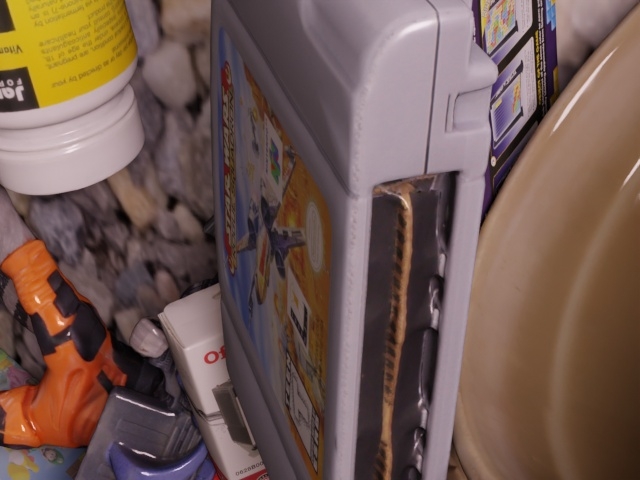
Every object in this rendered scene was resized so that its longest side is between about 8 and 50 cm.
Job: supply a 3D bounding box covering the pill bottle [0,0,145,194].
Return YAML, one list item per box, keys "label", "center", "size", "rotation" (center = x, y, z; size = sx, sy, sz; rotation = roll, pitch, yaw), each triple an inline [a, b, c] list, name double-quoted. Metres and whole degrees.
- label: "pill bottle"
  center: [-0.176, -0.140, 0.728]
  size: [0.119, 0.119, 0.208]
  rotation: [8, 127, 29]

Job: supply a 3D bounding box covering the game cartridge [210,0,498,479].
- label: "game cartridge"
  center: [0.000, 0.000, 0.517]
  size: [0.198, 0.062, 0.297]
  rotation: [-125, 29, -49]

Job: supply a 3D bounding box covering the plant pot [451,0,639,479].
- label: "plant pot"
  center: [0.255, 0.040, 0.479]
  size: [0.280, 0.323, 0.323]
  rotation: [35, 138, -19]

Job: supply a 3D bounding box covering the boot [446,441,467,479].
- label: "boot"
  center: [0.146, 0.100, 0.647]
  size: [0.248, 0.207, 0.090]
  rotation: [57, 155, -16]

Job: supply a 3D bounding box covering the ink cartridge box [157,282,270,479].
- label: "ink cartridge box"
  center: [-0.031, 0.091, 0.767]
  size: [0.056, 0.099, 0.135]
  rotation: [45, 155, 59]

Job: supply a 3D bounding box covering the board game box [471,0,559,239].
- label: "board game box"
  center: [0.072, -0.068, 0.601]
  size: [0.048, 0.141, 0.170]
  rotation: [11, 127, 29]

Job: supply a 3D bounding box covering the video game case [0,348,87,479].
- label: "video game case"
  center: [-0.283, 0.156, 0.973]
  size: [0.285, 0.204, 0.025]
  rotation: [41, 115, 0]

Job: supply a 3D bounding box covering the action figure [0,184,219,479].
- label: "action figure"
  center: [-0.127, 0.074, 0.879]
  size: [0.330, 0.178, 0.341]
  rotation: [33, 106, 0]
